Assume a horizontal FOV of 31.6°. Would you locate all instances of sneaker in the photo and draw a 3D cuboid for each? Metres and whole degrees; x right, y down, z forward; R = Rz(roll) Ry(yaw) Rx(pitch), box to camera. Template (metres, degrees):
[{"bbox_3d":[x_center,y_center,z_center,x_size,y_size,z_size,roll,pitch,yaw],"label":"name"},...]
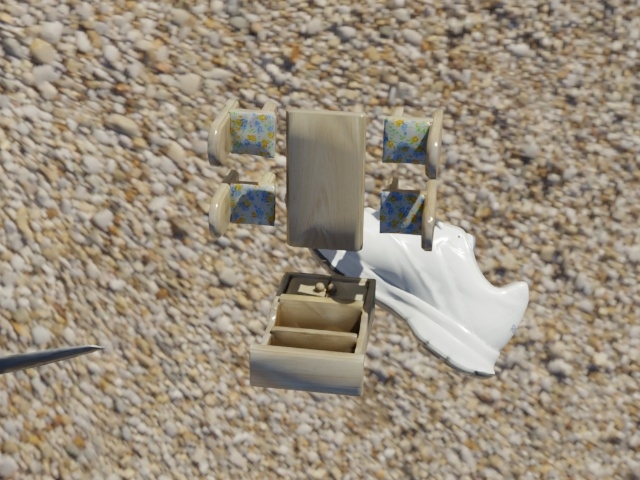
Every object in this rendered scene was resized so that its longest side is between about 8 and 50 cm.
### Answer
[{"bbox_3d":[0.092,0.022,1.228,0.297,0.111,0.129,37,89,5],"label":"sneaker"}]

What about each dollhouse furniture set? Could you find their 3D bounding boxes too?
[{"bbox_3d":[0.000,0.000,1.071,0.212,0.161,0.242,4,116,7],"label":"dollhouse furniture set"}]

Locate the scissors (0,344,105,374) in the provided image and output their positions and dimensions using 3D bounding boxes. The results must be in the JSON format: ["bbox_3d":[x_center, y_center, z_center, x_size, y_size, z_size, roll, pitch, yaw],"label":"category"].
[{"bbox_3d":[-0.338,0.131,1.074,0.297,0.021,0.109,1,118,9],"label":"scissors"}]
